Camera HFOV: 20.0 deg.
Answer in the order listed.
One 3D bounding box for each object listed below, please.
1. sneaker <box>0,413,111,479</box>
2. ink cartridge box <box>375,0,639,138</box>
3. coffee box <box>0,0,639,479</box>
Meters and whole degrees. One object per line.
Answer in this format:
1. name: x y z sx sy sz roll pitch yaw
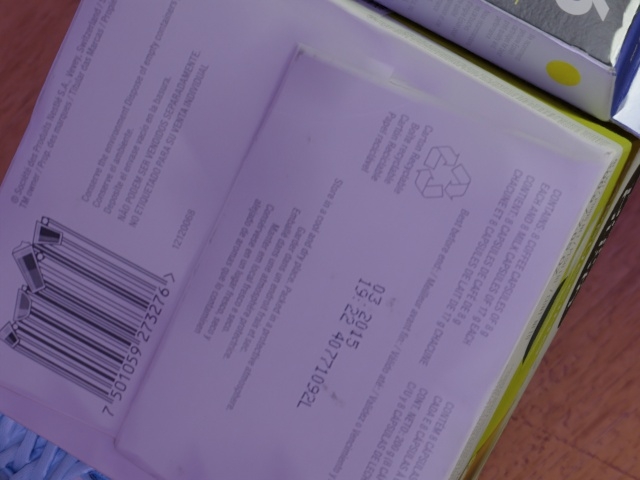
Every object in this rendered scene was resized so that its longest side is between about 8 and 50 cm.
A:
1. sneaker: -0.169 0.179 1.371 0.366 0.150 0.135 34 100 0
2. ink cartridge box: 0.169 -0.241 1.147 0.307 0.072 0.304 27 65 1
3. coffee box: 0.000 0.000 1.245 0.338 0.334 0.338 29 102 11
